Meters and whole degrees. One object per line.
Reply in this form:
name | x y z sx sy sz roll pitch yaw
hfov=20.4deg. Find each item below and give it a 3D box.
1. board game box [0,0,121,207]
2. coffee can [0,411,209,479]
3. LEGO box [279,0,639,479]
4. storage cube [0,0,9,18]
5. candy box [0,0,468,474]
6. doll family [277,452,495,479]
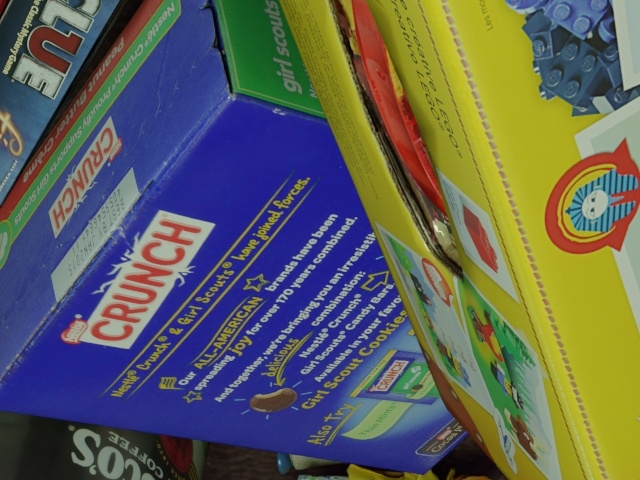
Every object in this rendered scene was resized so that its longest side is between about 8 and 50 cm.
board game box | -0.110 -0.137 0.886 0.042 0.243 0.165 31 128 -8
coffee can | -0.171 0.137 1.107 0.202 0.275 0.201 3 131 4
LEGO box | 0.180 -0.146 0.768 0.372 0.193 0.500 -31 127 -10
storage cube | -0.234 -0.170 0.893 0.184 0.215 0.193 24 142 -13
candy box | 0.000 0.000 1.006 0.317 0.122 0.268 13 135 -35
doll family | 0.062 0.218 1.249 0.163 0.118 0.263 -6 129 12
